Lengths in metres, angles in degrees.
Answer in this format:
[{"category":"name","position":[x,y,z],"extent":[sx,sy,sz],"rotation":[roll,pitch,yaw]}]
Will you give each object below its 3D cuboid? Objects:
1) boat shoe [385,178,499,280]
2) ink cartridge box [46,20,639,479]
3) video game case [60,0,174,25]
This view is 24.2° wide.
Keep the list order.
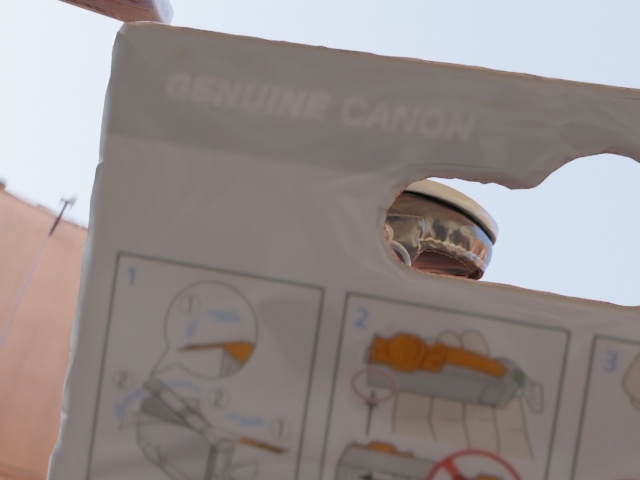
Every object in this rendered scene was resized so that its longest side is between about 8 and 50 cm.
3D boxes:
[{"category":"boat shoe","position":[0.000,0.000,0.793],"extent":[0.254,0.095,0.079],"rotation":[16,-117,-44]},{"category":"ink cartridge box","position":[0.064,0.145,0.464],"extent":[0.308,0.091,0.385],"rotation":[9,-84,13]},{"category":"video game case","position":[-0.160,-0.158,0.784],"extent":[0.157,0.143,0.019],"rotation":[19,-97,3]}]
